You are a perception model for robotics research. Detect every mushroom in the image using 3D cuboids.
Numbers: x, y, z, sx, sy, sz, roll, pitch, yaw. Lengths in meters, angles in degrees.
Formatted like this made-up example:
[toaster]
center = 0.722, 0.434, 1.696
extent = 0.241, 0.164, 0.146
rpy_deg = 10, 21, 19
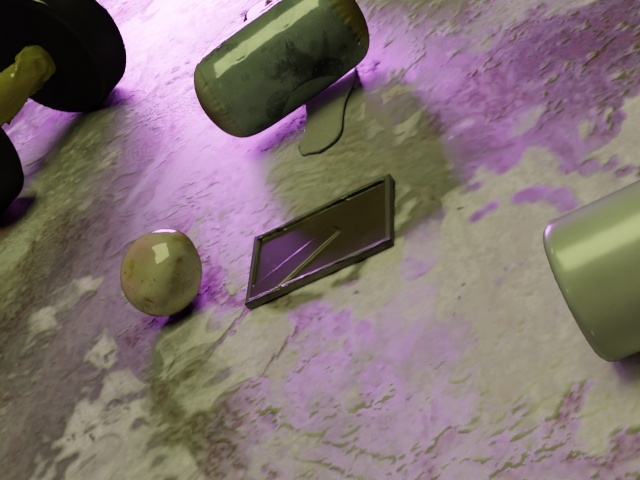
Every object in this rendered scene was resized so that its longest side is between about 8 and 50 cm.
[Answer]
[mushroom]
center = -0.147, 0.030, 1.271
extent = 0.084, 0.067, 0.083
rpy_deg = -6, 80, 35

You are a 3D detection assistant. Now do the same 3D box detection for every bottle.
[bottle]
center = 0.270, -0.015, 0.845
extent = 0.245, 0.104, 0.104
rpy_deg = -26, 29, 17

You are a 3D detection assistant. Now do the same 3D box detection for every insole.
[insole]
center = 0.008, -0.147, 1.449
extent = 0.065, 0.004, 0.197
rpy_deg = -24, 29, 20

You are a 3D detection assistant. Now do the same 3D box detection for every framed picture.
[framed picture]
center = 0.000, 0.000, 1.218
extent = 0.149, 0.011, 0.109
rpy_deg = -25, 29, 19

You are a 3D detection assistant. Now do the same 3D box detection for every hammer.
[hammer]
center = -0.057, -0.228, 1.547
extent = 0.202, 0.113, 0.305
rpy_deg = -32, 21, 3

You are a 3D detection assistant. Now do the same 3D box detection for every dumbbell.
[dumbbell]
center = -0.419, -0.187, 1.771
extent = 0.204, 0.203, 0.322
rpy_deg = -7, 38, 42
